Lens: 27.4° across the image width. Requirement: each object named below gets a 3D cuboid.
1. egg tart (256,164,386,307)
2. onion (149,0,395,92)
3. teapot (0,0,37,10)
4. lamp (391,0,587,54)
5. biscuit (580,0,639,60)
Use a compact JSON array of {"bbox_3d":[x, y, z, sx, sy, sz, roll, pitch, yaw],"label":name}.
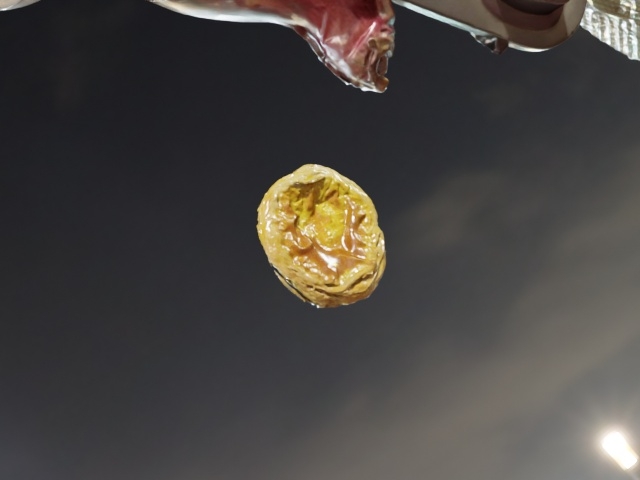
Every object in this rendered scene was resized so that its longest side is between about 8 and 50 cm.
[{"bbox_3d":[0.000,0.000,1.130,0.130,0.130,0.052,-24,-8,-36],"label":"egg tart"},{"bbox_3d":[-0.015,-0.176,0.657,0.195,0.218,0.140,-23,-11,-39],"label":"onion"},{"bbox_3d":[-0.243,-0.214,0.886,0.246,0.116,0.159,-11,-14,25],"label":"teapot"},{"bbox_3d":[0.080,-0.188,0.500,0.283,0.203,0.124,141,144,-64],"label":"lamp"},{"bbox_3d":[0.207,-0.213,0.996,0.252,0.150,0.052,32,-98,-27],"label":"biscuit"}]
